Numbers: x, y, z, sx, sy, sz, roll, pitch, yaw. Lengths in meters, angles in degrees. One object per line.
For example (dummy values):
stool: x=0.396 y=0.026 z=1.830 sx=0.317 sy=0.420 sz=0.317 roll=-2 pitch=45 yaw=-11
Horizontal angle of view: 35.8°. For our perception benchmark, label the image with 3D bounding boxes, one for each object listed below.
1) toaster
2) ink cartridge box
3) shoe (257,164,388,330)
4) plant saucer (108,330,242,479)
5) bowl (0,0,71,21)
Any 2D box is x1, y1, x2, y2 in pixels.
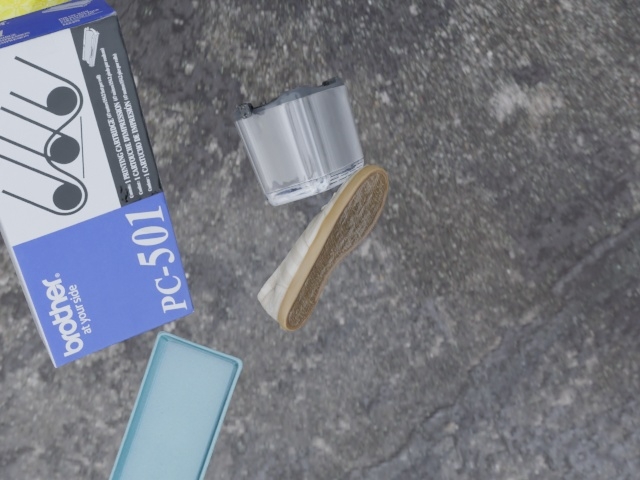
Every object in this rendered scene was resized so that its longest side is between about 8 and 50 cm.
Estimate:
toaster: x=-0.027 y=-0.140 z=1.398 sx=0.129 sy=0.227 sz=0.147 roll=-16 pitch=97 yaw=26
ink cartridge box: x=-0.146 y=-0.031 z=0.592 sx=0.097 sy=0.046 sz=0.207 roll=-22 pitch=125 yaw=-19
shoe: x=0.000 y=0.000 z=1.153 sx=0.219 sy=0.058 sz=0.076 roll=-57 pitch=144 yaw=5
plant saucer: x=-0.116 y=0.166 z=0.729 sx=0.067 sy=0.018 sz=0.192 roll=19 pitch=91 yaw=6
bowl: x=-0.498 y=-0.485 z=1.525 sx=0.289 sy=0.290 sz=0.156 roll=24 pitch=139 yaw=-16
